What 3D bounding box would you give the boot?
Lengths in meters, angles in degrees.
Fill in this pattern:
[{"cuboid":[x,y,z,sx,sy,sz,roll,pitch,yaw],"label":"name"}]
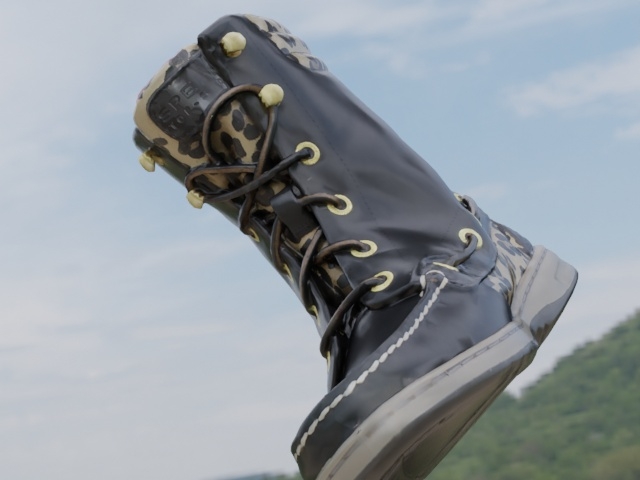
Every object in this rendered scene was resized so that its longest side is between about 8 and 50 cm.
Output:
[{"cuboid":[0.000,0.000,0.889,0.138,0.284,0.377,-51,-8,25],"label":"boot"}]
